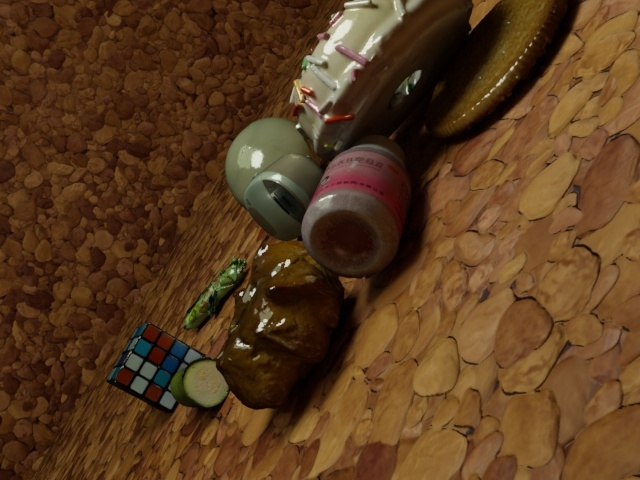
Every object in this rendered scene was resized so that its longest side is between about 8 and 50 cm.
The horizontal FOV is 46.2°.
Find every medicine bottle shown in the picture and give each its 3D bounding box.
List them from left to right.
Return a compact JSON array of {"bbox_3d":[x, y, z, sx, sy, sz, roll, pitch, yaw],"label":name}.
[{"bbox_3d":[0.064,-0.062,1.122,0.147,0.147,0.247,-46,13,34],"label":"medicine bottle"}]

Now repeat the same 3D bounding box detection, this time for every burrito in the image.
[{"bbox_3d":[-0.273,0.149,1.890,0.288,0.054,0.104,-47,19,32],"label":"burrito"}]

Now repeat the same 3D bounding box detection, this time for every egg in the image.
[{"bbox_3d":[-0.109,-0.171,1.734,0.219,0.219,0.269,-48,23,27],"label":"egg"}]

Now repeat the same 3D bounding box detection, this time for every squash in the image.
[{"bbox_3d":[-0.244,0.285,1.481,0.095,0.095,0.188,-63,12,-23],"label":"squash"}]

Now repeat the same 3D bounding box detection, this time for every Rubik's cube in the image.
[{"bbox_3d":[-0.390,0.299,1.761,0.154,0.155,0.151,-62,14,-20],"label":"Rubik's cube"}]

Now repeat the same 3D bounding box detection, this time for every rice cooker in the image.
[{"bbox_3d":[-0.058,-0.081,1.385,0.127,0.145,0.206,-45,6,-19],"label":"rice cooker"}]

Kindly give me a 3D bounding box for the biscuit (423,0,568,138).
[{"bbox_3d":[0.266,-0.278,1.145,0.305,0.038,0.305,-51,16,20],"label":"biscuit"}]

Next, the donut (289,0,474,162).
[{"bbox_3d":[0.096,-0.295,1.256,0.382,0.142,0.383,-45,-11,-11],"label":"donut"}]

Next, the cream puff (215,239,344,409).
[{"bbox_3d":[-0.053,0.117,1.127,0.241,0.154,0.269,-52,22,35],"label":"cream puff"}]

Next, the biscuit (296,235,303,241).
[{"bbox_3d":[-0.001,-0.001,1.388,0.278,0.043,0.301,-57,15,-2],"label":"biscuit"}]
